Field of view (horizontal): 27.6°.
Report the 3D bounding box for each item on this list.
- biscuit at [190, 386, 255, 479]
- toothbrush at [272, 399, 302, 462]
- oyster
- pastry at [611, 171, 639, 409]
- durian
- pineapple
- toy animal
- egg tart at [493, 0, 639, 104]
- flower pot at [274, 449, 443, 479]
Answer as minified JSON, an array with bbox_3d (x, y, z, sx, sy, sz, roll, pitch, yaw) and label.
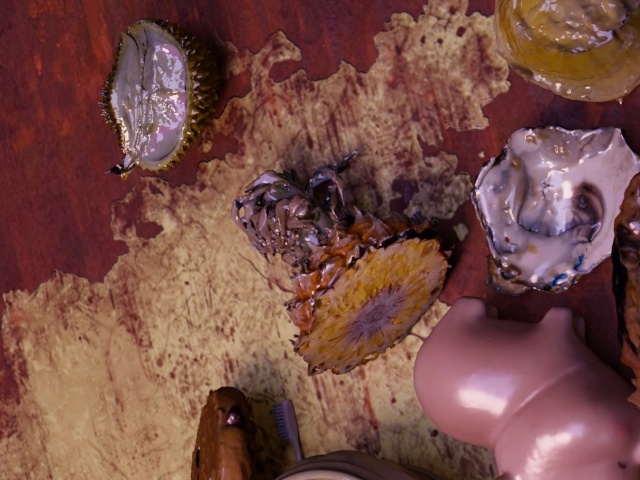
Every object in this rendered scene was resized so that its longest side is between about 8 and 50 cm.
[{"bbox_3d":[-0.133,0.347,1.807,0.075,0.296,0.295,6,95,-13],"label":"biscuit"},{"bbox_3d":[-0.017,0.402,1.853,0.029,0.024,0.353,-18,82,34],"label":"toothbrush"},{"bbox_3d":[0.302,-0.041,1.638,0.223,0.083,0.214,-6,91,24],"label":"oyster"},{"bbox_3d":[0.479,0.078,1.422,0.337,0.292,0.405,-35,91,23],"label":"pastry"},{"bbox_3d":[-0.227,-0.197,1.897,0.193,0.138,0.237,31,102,22],"label":"durian"},{"bbox_3d":[0.000,0.000,1.747,0.271,0.262,0.262,48,112,34],"label":"pineapple"},{"bbox_3d":[0.261,0.211,1.598,0.326,0.237,0.269,9,86,33],"label":"toy animal"},{"bbox_3d":[0.318,-0.287,1.622,0.232,0.098,0.252,-34,71,21],"label":"egg tart"},{"bbox_3d":[0.069,0.410,1.682,0.308,0.244,0.307,1,92,27],"label":"flower pot"}]
